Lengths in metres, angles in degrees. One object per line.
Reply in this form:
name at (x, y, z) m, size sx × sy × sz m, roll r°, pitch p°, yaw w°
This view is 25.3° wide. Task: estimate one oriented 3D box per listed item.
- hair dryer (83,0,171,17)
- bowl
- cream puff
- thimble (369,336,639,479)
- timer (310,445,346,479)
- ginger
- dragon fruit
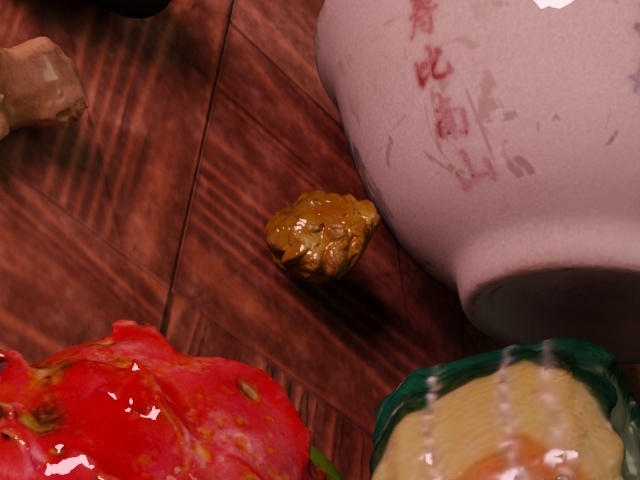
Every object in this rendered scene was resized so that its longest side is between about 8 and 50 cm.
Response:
hair dryer at (-0.168, -0.268, 0.935) m, size 0.128 × 0.070 × 0.256 m, roll 16°, pitch 53°, yaw -50°
bowl at (0.197, -0.033, 0.999) m, size 0.434 × 0.434 × 0.196 m, roll 31°, pitch 57°, yaw -42°
cream puff at (0.000, 0.000, 1.002) m, size 0.083 × 0.058 × 0.083 m, roll 5°, pitch 29°, yaw -12°
thimble at (0.140, 0.196, 0.930) m, size 0.288 × 0.167 × 0.254 m, roll -1°, pitch 75°, yaw -75°
timer at (-0.008, 0.203, 0.884) m, size 0.140 × 0.047 × 0.128 m, roll 53°, pitch 36°, yaw -22°
ginger at (-0.228, -0.138, 0.768) m, size 0.258 × 0.065 × 0.149 m, roll 17°, pitch 55°, yaw -47°
dragon fruit at (-0.087, 0.142, 0.682) m, size 0.268 × 0.210 × 0.205 m, roll -21°, pitch 105°, yaw -62°
